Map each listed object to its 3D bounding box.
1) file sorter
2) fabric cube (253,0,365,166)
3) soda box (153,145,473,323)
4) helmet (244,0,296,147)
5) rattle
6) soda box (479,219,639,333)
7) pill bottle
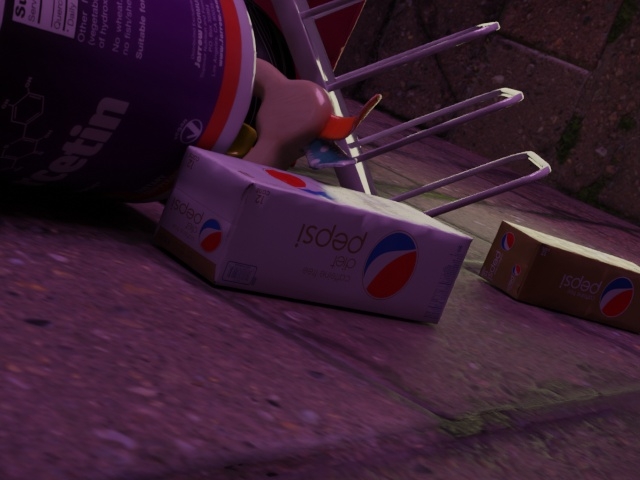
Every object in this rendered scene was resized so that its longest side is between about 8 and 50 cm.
[{"bbox_3d":[0.071,-0.162,1.196,0.173,0.278,0.193,-21,7,5],"label":"file sorter"},{"bbox_3d":[-0.137,-0.261,1.474,0.258,0.259,0.254,18,9,-33],"label":"fabric cube"},{"bbox_3d":[0.000,0.000,0.893,0.216,0.069,0.074,14,12,-45],"label":"soda box"},{"bbox_3d":[-0.104,-0.142,1.163,0.169,0.162,0.169,21,9,-4],"label":"helmet"},{"bbox_3d":[-0.022,-0.059,1.008,0.199,0.130,0.143,-3,-42,26],"label":"rattle"},{"bbox_3d":[0.239,0.036,1.263,0.181,0.058,0.061,15,12,-35],"label":"soda box"},{"bbox_3d":[-0.196,-0.124,0.800,0.181,0.181,0.323,28,12,33],"label":"pill bottle"}]
